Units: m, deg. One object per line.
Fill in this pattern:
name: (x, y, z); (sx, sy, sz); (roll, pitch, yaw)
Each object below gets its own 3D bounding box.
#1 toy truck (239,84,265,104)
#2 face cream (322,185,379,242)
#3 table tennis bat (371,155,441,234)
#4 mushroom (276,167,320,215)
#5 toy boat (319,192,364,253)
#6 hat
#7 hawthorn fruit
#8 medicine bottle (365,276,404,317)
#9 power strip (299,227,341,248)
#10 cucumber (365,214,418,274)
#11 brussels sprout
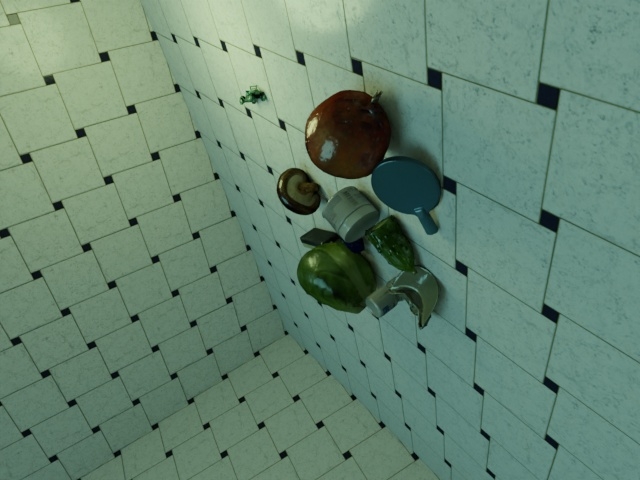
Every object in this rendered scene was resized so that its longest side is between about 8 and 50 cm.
toy truck: (-0.314, -0.659, 2.290); (0.154, 0.080, 0.078); (15, 113, 61)
face cream: (0.117, -0.103, 1.981); (0.153, 0.177, 0.177); (49, 158, 23)
table tennis bat: (0.290, -0.140, 1.613); (0.215, 0.044, 0.329); (-12, 131, 36)
mushroom: (-0.108, -0.215, 2.312); (0.231, 0.194, 0.138); (66, 160, 6)
toy boat: (0.088, -0.081, 2.162); (0.318, 0.072, 0.219); (56, -170, 1)
hat: (0.397, 0.213, 1.989); (0.214, 0.149, 0.244); (53, 124, 26)
hawthorn fruit: (0.101, -0.351, 1.570); (0.276, 0.276, 0.307); (52, 143, 13)
medicine bottle: (0.281, 0.240, 2.134); (0.105, 0.168, 0.105); (46, 157, 26)
power strip: (0.000, 0.000, 2.506); (0.257, 0.105, 0.070); (14, 135, 62)
cucumber: (0.283, 0.029, 1.902); (0.244, 0.134, 0.134); (53, 160, -2)
brussels sprout: (0.076, 0.168, 2.296); (0.371, 0.276, 0.315); (30, 143, -1)
